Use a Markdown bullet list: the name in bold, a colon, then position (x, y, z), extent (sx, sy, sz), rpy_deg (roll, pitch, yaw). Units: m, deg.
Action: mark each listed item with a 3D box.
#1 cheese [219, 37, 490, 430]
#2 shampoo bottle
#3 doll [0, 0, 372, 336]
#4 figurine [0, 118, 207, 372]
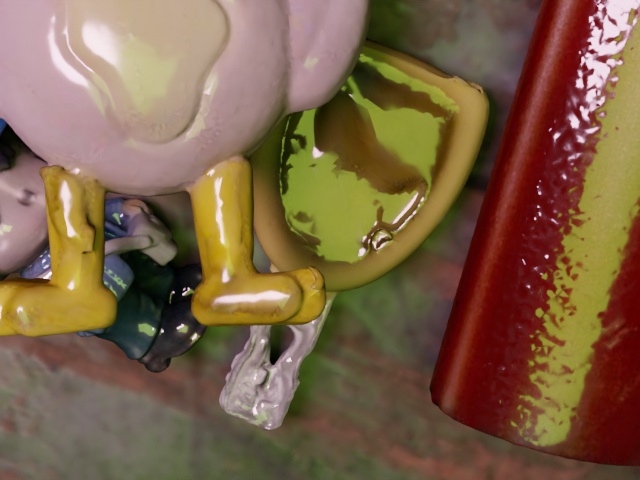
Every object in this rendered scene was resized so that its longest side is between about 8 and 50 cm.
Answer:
- **cheese**: position (0.000, 0.000, 0.581), extent (0.086, 0.036, 0.162), rpy_deg (22, 103, -8)
- **shampoo bottle**: position (0.124, -0.046, 0.562), extent (0.102, 0.064, 0.260), rpy_deg (14, 104, -4)
- **doll**: position (-0.062, -0.152, 0.492), extent (0.160, 0.094, 0.365), rpy_deg (-1, 99, -7)
- **figurine**: position (-0.111, 0.001, 0.565), extent (0.079, 0.077, 0.136), rpy_deg (-31, 119, 24)
